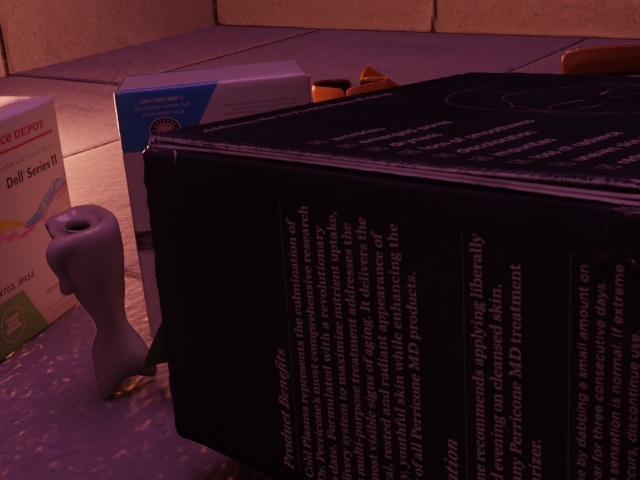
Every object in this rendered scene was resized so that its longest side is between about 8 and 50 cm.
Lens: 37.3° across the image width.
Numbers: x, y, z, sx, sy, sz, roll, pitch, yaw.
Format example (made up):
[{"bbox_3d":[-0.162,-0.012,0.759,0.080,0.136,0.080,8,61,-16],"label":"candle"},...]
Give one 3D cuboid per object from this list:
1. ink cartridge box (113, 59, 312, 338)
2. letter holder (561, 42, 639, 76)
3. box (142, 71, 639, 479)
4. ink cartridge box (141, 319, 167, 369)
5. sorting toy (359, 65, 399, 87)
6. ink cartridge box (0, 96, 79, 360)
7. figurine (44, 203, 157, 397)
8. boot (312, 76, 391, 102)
[{"bbox_3d":[-0.116,-0.052,1.164,0.223,0.308,0.129,-7,19,-6],"label":"ink cartridge box"},{"bbox_3d":[0.541,-0.213,1.588,0.301,0.215,0.152,6,23,24],"label":"letter holder"},{"bbox_3d":[0.186,0.023,0.825,0.471,0.298,0.479,13,23,42],"label":"box"},{"bbox_3d":[-0.079,0.047,1.012,0.056,0.235,0.171,39,29,30],"label":"ink cartridge box"},{"bbox_3d":[0.190,-0.193,1.594,0.307,0.041,0.229,30,4,-7],"label":"sorting toy"},{"bbox_3d":[-0.414,-0.054,1.162,0.119,0.354,0.207,3,22,19],"label":"ink cartridge box"},{"bbox_3d":[-0.182,0.047,1.039,0.214,0.210,0.092,-28,29,-30],"label":"figurine"},{"bbox_3d":[0.119,-0.154,1.504,0.283,0.220,0.109,4,24,21],"label":"boot"}]
